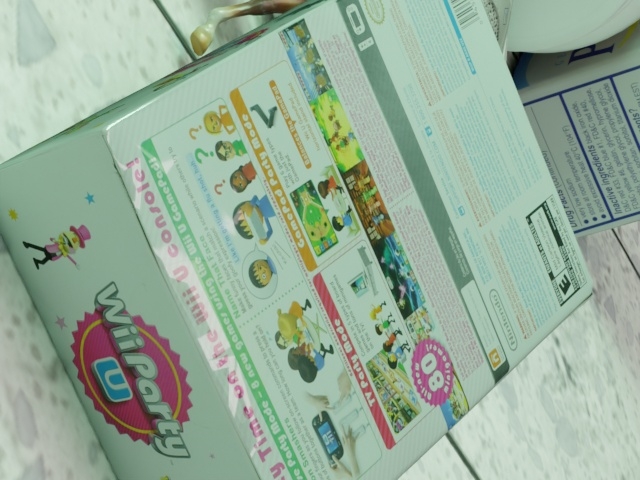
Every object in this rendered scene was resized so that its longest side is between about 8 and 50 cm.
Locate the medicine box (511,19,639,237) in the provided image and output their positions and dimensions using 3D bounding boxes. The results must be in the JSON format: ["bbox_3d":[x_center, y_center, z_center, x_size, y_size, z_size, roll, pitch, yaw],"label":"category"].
[{"bbox_3d":[0.333,-0.156,1.630,0.149,0.289,0.263,64,25,-20],"label":"medicine box"}]

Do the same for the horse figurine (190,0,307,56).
[{"bbox_3d":[-0.019,-0.188,1.100,0.174,0.066,0.263,-27,90,-30],"label":"horse figurine"}]

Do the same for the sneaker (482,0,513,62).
[{"bbox_3d":[0.097,-0.201,1.286,0.115,0.105,0.281,-61,149,-76],"label":"sneaker"}]

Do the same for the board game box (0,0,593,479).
[{"bbox_3d":[0.000,0.000,0.952,0.303,0.097,0.224,-35,106,-48],"label":"board game box"}]

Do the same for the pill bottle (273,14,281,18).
[{"bbox_3d":[0.011,-0.178,1.216,0.086,0.086,0.152,44,36,-45],"label":"pill bottle"}]

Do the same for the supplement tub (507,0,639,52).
[{"bbox_3d":[0.191,-0.285,1.487,0.241,0.241,0.331,66,24,-10],"label":"supplement tub"}]
